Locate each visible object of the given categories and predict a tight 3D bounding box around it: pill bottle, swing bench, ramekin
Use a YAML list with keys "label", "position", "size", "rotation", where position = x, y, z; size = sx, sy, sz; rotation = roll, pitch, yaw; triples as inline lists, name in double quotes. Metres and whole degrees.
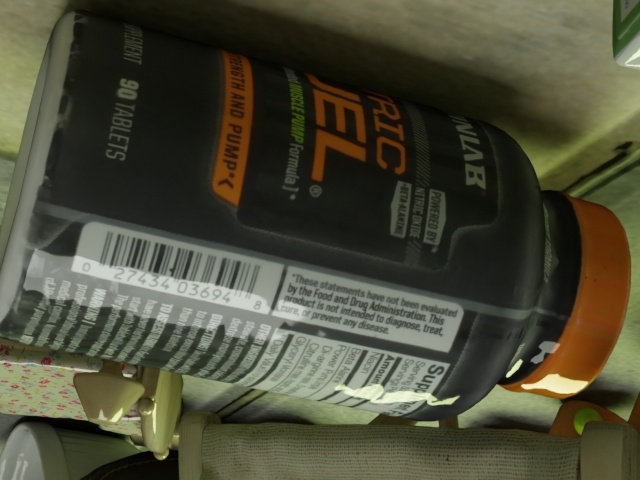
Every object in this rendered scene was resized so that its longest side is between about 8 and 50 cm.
- label: "pill bottle"
  position: [0.000, 0.000, 0.506]
  size: [0.245, 0.130, 0.130]
  rotation: [13, 156, -17]
- label: "swing bench"
  position: [0.106, 0.148, 0.638]
  size: [0.253, 0.165, 0.254]
  rotation: [-5, -178, 43]
- label: "ramekin"
  position: [-0.217, 0.265, 1.092]
  size: [0.109, 0.207, 0.207]
  rotation: [8, 158, -27]

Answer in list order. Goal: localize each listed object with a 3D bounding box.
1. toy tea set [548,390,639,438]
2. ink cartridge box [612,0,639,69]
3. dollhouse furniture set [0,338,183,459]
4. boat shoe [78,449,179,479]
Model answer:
- label: "toy tea set"
  position: [0.247, 0.159, 0.880]
  size: [0.200, 0.124, 0.336]
  rotation: [39, 157, 0]
- label: "ink cartridge box"
  position: [0.200, -0.080, 0.352]
  size: [0.209, 0.062, 0.109]
  rotation: [10, 156, -10]
- label: "dollhouse furniture set"
  position: [-0.259, 0.131, 0.820]
  size: [0.303, 0.174, 0.355]
  rotation: [6, 156, 2]
- label: "boat shoe"
  position: [-0.030, 0.213, 1.029]
  size: [0.355, 0.132, 0.130]
  rotation: [5, 145, -29]
